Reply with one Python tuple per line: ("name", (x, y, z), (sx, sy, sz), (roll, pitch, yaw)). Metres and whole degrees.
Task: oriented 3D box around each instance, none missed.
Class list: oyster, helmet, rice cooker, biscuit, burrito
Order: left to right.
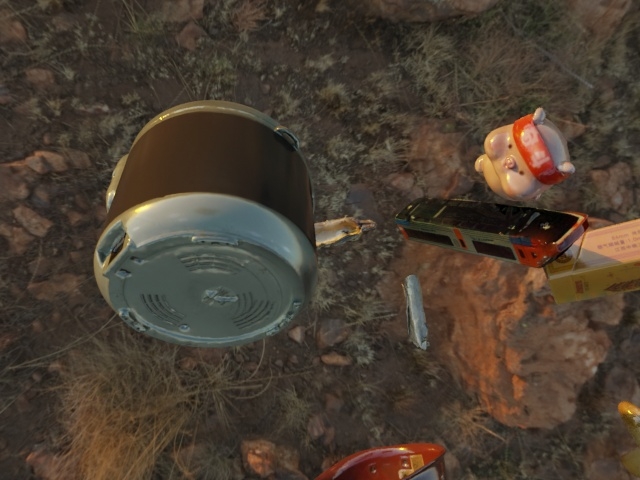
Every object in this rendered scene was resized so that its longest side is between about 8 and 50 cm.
("rice cooker", (-0.170, -0.030, 0.702), (0.334, 0.326, 0.335), (-4, 138, -4))
("oyster", (-0.001, -0.001, 1.246), (0.344, 0.129, 0.079), (-13, 126, -11))
("helmet", (0.166, 0.676, 1.092), (0.384, 0.337, 0.230), (-5, 73, -38))
("burrito", (0.293, 0.223, 1.343), (0.060, 0.087, 0.226), (-8, 77, 8))
("biscuit", (0.715, 0.455, 0.918), (0.047, 0.164, 0.208), (-28, 115, -18))

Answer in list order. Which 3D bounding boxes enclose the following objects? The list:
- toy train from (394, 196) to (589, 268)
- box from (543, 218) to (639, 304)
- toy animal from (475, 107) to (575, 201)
("toy train", (0.302, -0.020, 0.830), (0.086, 0.409, 0.089), (-38, 113, -16))
("box", (0.555, 0.033, 0.784), (0.273, 0.174, 0.076), (-17, 57, 27))
("toy animal", (0.415, -0.159, 0.883), (0.171, 0.198, 0.172), (-1, 78, 2))
